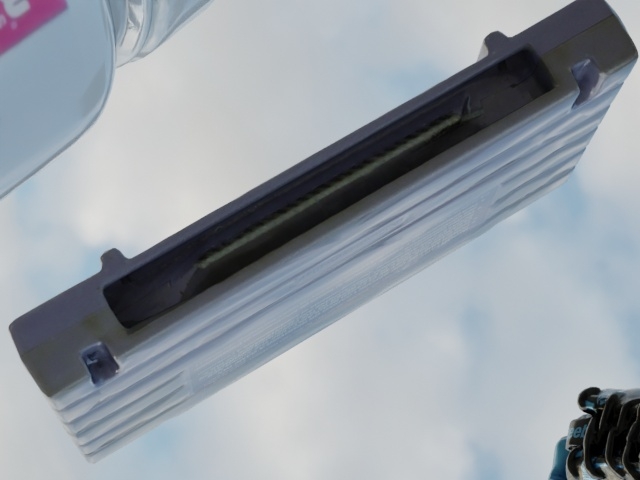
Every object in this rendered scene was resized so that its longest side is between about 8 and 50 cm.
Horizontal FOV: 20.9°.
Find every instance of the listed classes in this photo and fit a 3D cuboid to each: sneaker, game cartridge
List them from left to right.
[{"bbox_3d":[0.000,0.000,0.978,0.355,0.230,0.068,-30,-98,-10],"label":"game cartridge"},{"bbox_3d":[0.218,0.145,1.075,0.139,0.341,0.125,22,-112,6],"label":"sneaker"}]

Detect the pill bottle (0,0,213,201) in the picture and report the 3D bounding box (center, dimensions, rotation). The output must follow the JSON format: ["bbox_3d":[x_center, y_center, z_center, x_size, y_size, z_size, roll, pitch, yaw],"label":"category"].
[{"bbox_3d":[-0.174,-0.066,0.601,0.160,0.160,0.283,21,-130,39],"label":"pill bottle"}]
